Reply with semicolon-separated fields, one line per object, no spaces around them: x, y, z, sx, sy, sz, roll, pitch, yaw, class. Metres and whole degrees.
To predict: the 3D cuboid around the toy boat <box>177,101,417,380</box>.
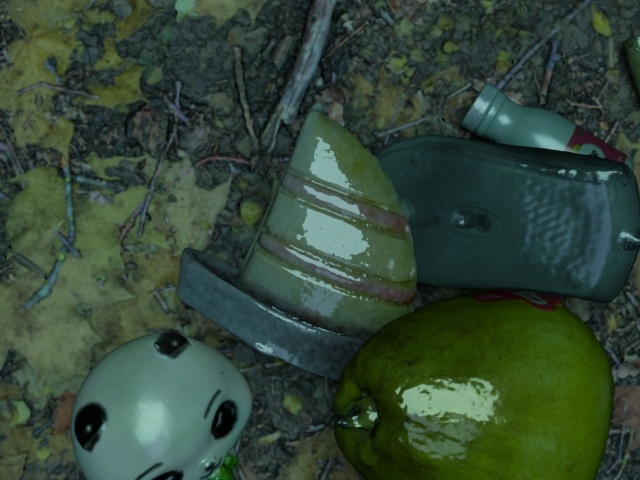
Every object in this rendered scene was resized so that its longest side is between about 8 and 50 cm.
-0.002;0.033;1.598;0.276;0.111;0.293;42;101;-2;toy boat

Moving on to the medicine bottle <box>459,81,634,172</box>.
0.286;-0.118;1.672;0.217;0.090;0.090;31;82;1;medicine bottle

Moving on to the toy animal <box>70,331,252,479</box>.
-0.180;0.216;1.521;0.213;0.267;0.212;1;83;-8;toy animal

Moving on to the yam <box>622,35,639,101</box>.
0.426;-0.223;1.717;0.043;0.043;0.094;-17;84;-5;yam

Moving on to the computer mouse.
0.227;-0.033;1.615;0.371;0.122;0.188;10;109;20;computer mouse

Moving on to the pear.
0.163;0.193;1.509;0.375;0.287;0.287;0;81;-34;pear
